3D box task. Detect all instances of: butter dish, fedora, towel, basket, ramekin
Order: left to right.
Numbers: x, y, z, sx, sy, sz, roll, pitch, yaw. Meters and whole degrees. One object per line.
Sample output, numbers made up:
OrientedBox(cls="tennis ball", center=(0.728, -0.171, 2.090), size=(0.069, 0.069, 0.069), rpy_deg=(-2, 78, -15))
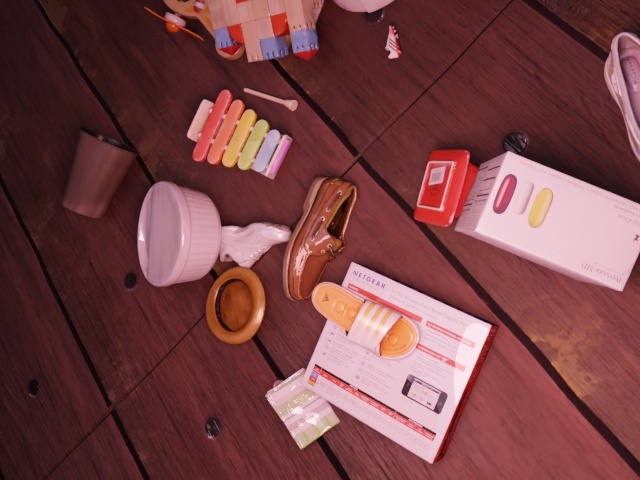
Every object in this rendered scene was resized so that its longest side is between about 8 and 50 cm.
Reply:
OrientedBox(cls="basket", center=(-0.666, -0.193, 1.716), size=(0.204, 0.154, 0.227), rpy_deg=(27, 98, 27))
OrientedBox(cls="ramekin", center=(-0.363, -0.015, 1.492), size=(0.272, 0.127, 0.273), rpy_deg=(-4, 84, 50))
OrientedBox(cls="fedora", center=(-0.197, 0.164, 1.439), size=(0.194, 0.079, 0.195), rpy_deg=(-9, 71, 29))
OrientedBox(cls="towel", center=(-0.041, 0.381, 1.319), size=(0.113, 0.023, 0.152), rpy_deg=(-32, 66, -16))
OrientedBox(cls="butter dish", center=(0.287, -0.103, 1.215), size=(0.160, 0.118, 0.160), rpy_deg=(-158, 81, -70))

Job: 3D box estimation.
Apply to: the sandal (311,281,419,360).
OrientedBox(cls="sandal", center=(0.075, 0.166, 1.200), size=(0.265, 0.076, 0.102), rpy_deg=(25, 93, 29))

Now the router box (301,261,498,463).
OrientedBox(cls="router box", center=(0.161, 0.248, 1.232), size=(0.335, 0.082, 0.301), rpy_deg=(25, 93, 29))

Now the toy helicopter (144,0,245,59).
OrientedBox(cls="toy helicopter", center=(-0.342, -0.644, 1.635), size=(0.235, 0.140, 0.355), rpy_deg=(-37, 79, 10))

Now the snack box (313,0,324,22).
OrientedBox(cls="snack box", center=(-0.067, -0.618, 1.530), size=(0.141, 0.037, 0.100), rpy_deg=(22, 92, 29))

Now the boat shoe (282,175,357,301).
OrientedBox(cls="boat shoe", center=(0.000, 0.000, 1.345), size=(0.104, 0.110, 0.308), rpy_deg=(14, 88, 30))

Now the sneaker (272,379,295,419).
OrientedBox(cls="sneaker", center=(-0.080, 0.392, 1.364), size=(0.119, 0.047, 0.057), rpy_deg=(55, 129, 25))

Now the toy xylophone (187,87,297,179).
OrientedBox(cls="toy xylophone", center=(-0.196, -0.291, 1.517), size=(0.322, 0.081, 0.236), rpy_deg=(19, 90, 29))

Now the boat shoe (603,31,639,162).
OrientedBox(cls="boat shoe", center=(0.620, -0.236, 1.061), size=(0.118, 0.103, 0.321), rpy_deg=(-24, 71, 23))

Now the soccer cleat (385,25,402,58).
OrientedBox(cls="soccer cleat", center=(0.170, -0.476, 1.385), size=(0.035, 0.029, 0.083), rpy_deg=(-16, 79, 20))

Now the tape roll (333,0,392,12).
OrientedBox(cls="tape roll", center=(0.112, -0.716, 1.418), size=(0.286, 0.100, 0.287), rpy_deg=(-5, 79, 26))

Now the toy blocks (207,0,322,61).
OrientedBox(cls="toy blocks", center=(-0.140, -0.575, 1.461), size=(0.381, 0.190, 0.261), rpy_deg=(2, 112, 34))

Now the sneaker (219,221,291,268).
OrientedBox(cls="sneaker", center=(-0.165, 0.015, 1.455), size=(0.232, 0.090, 0.115), rpy_deg=(-5, 85, 36))

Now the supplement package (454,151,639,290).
OrientedBox(cls="supplement package", center=(0.402, -0.033, 1.032), size=(0.261, 0.204, 0.145), rpy_deg=(22, 93, 3))
